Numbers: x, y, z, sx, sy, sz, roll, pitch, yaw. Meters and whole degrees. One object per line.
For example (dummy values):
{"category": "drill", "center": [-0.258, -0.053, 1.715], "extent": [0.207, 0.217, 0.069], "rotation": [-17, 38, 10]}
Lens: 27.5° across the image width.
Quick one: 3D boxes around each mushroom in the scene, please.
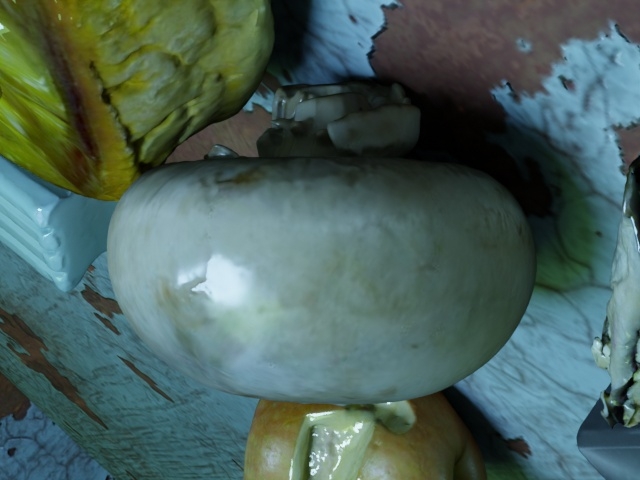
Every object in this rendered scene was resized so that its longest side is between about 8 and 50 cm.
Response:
{"category": "mushroom", "center": [0.000, 0.000, 0.698], "extent": [0.226, 0.226, 0.178], "rotation": [161, 105, -65]}

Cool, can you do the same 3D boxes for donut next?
{"category": "donut", "center": [-0.175, -0.166, 0.692], "extent": [0.330, 0.160, 0.330], "rotation": [41, 158, 21]}

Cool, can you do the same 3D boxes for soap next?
{"category": "soap", "center": [-0.298, -0.088, 1.131], "extent": [0.265, 0.087, 0.160], "rotation": [36, 158, 14]}

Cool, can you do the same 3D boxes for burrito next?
{"category": "burrito", "center": [0.154, 0.017, 0.605], "extent": [0.051, 0.042, 0.171], "rotation": [-104, 9, -46]}

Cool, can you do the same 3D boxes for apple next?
{"category": "apple", "center": [0.037, 0.179, 0.984], "extent": [0.199, 0.199, 0.199], "rotation": [34, 157, 17]}

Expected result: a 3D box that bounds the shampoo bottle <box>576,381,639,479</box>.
{"category": "shampoo bottle", "center": [0.226, 0.090, 0.616], "extent": [0.080, 0.079, 0.246], "rotation": [44, 158, -9]}
